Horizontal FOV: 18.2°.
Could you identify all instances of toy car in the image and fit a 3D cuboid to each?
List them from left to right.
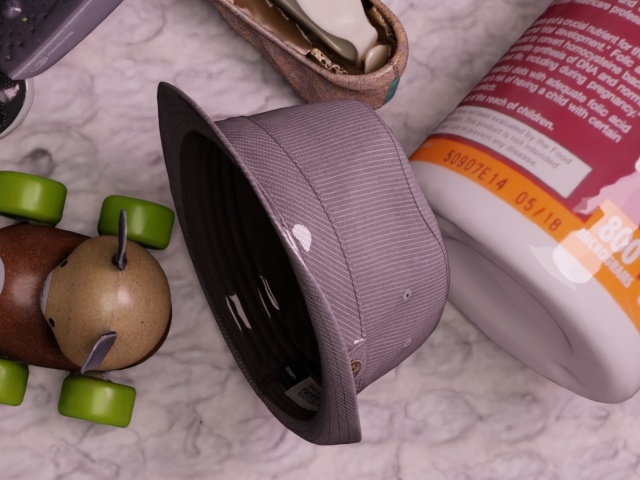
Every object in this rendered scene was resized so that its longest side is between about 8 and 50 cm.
[{"bbox_3d":[-0.157,0.037,1.292,0.149,0.188,0.155,13,84,-14],"label":"toy car"}]

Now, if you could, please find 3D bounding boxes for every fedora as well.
[{"bbox_3d":[0.000,0.000,1.299,0.124,0.244,0.275,-26,132,-17],"label":"fedora"}]

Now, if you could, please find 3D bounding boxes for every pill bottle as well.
[{"bbox_3d":[0.250,-0.098,1.385,0.224,0.224,0.392,44,79,-9],"label":"pill bottle"}]

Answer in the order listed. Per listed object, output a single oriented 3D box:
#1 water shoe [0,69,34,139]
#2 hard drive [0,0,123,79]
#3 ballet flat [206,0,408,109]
[{"bbox_3d":[-0.288,-0.090,1.320,0.203,0.080,0.073,-6,89,-15],"label":"water shoe"},{"bbox_3d":[-0.158,-0.241,1.315,0.172,0.054,0.255,43,96,26],"label":"hard drive"},{"bbox_3d":[-0.057,-0.211,1.373,0.316,0.106,0.107,38,79,-10],"label":"ballet flat"}]
